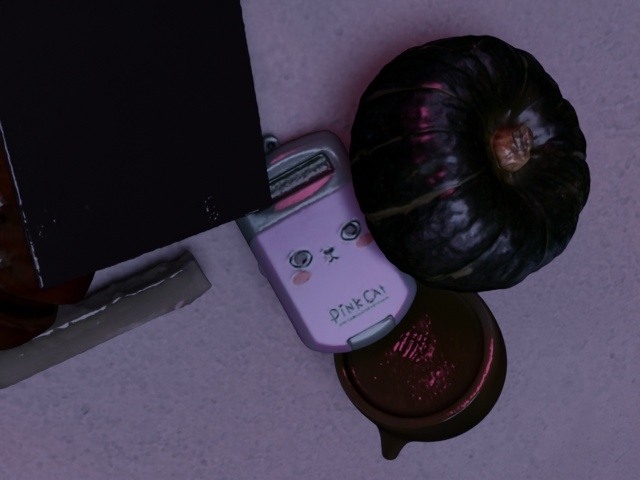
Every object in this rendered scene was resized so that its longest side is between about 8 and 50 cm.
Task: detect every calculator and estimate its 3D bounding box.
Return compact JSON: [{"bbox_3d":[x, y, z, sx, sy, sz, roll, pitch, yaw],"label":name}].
[{"bbox_3d":[0.000,0.000,0.764,0.141,0.045,0.246,-28,97,-3],"label":"calculator"}]

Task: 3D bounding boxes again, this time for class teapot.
[{"bbox_3d":[0.129,0.129,0.849,0.268,0.185,0.175,-61,155,-10],"label":"teapot"}]

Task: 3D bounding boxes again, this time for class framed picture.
[{"bbox_3d":[-0.156,-0.148,0.602,0.244,0.013,0.324,-23,113,-40],"label":"framed picture"}]

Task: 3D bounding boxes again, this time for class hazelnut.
[{"bbox_3d":[-0.279,-0.010,0.626,0.204,0.178,0.178,-47,120,7],"label":"hazelnut"}]

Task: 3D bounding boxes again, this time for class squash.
[{"bbox_3d":[0.147,-0.075,0.719,0.252,0.165,0.252,2,86,-35],"label":"squash"}]

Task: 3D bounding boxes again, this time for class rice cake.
[{"bbox_3d":[-0.240,0.080,0.754,0.256,0.052,0.057,-25,154,-6],"label":"rice cake"}]
